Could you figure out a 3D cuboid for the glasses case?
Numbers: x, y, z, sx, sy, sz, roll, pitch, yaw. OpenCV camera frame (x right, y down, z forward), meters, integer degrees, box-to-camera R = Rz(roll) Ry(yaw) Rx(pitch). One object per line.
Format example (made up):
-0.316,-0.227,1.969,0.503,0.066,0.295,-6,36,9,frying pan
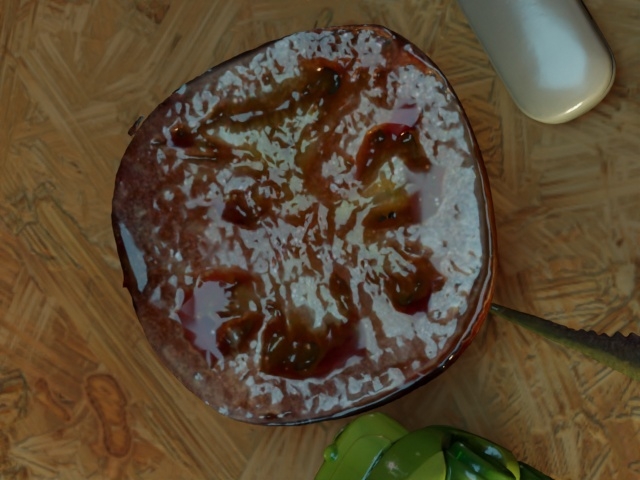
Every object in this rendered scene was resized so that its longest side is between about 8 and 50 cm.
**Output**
0.162,-0.205,1.565,0.092,0.059,0.233,-34,73,17,glasses case

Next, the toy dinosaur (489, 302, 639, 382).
0.279,0.089,1.494,0.251,0.072,0.200,-31,63,28,toy dinosaur

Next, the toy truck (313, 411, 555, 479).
0.072,0.203,1.486,0.210,0.187,0.148,34,94,22,toy truck

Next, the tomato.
0.002,-0.005,1.564,0.338,0.143,0.338,-1,88,19,tomato
